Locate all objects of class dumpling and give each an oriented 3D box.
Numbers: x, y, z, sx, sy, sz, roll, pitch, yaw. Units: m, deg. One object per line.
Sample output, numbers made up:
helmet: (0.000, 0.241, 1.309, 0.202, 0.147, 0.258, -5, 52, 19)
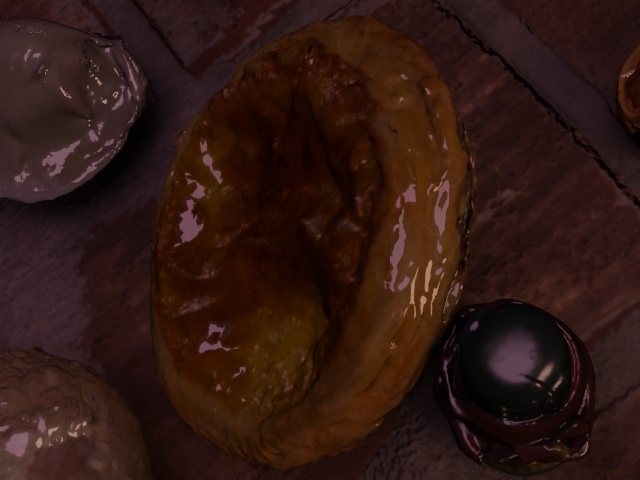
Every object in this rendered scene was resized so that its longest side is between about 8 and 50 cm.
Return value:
dumpling: (-0.335, -0.162, 1.168, 0.292, 0.163, 0.205, 4, 106, 13)

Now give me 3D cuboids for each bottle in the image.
bottle: (0.173, 0.134, 0.860, 0.156, 0.271, 0.143, 38, 83, 22)

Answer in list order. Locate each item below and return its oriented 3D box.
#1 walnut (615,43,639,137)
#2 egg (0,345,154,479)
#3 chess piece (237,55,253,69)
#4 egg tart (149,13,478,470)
walnut: (0.409, -0.146, 1.007, 0.211, 0.087, 0.167, -27, 60, 0)
egg: (-0.292, 0.261, 0.934, 0.279, 0.279, 0.310, 19, 78, 19)
chess piece: (-0.059, -0.156, 1.135, 0.066, 0.066, 0.122, -26, 62, 3)
egg tart: (0.000, 0.000, 0.961, 0.443, 0.178, 0.443, -18, 65, 46)
